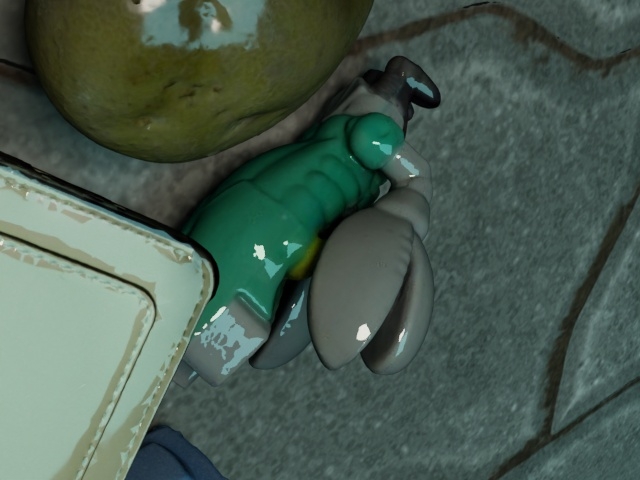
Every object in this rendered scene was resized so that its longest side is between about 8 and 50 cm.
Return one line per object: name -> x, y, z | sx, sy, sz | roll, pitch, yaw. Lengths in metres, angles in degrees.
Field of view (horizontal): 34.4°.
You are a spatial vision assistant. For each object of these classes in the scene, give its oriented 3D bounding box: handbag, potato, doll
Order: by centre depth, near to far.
handbag -> -0.238, 0.113, 0.480 | 0.236, 0.160, 0.359 | 25, 89, -35
potato -> -0.053, -0.141, 0.540 | 0.235, 0.160, 0.178 | -36, 170, -42
doll -> 0.005, 0.001, 0.667 | 0.153, 0.195, 0.258 | 43, 92, -12

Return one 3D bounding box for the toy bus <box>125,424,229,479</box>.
toy bus -> -0.158, 0.231, 0.702 | 0.234, 0.116, 0.134 | -26, 128, -30
